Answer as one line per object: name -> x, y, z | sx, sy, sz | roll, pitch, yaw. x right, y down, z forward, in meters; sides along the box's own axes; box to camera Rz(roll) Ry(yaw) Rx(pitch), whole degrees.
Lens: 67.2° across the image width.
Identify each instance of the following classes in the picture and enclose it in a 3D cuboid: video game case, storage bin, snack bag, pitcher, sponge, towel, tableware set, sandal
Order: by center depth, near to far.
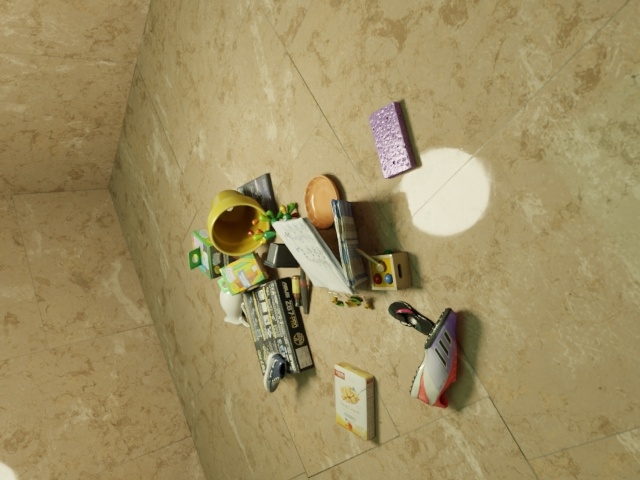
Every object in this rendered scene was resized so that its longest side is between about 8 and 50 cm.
sponge -> 0.216, -0.303, 1.469 | 0.117, 0.031, 0.210 | -20, 81, 52
sandal -> 0.275, 0.241, 1.506 | 0.179, 0.040, 0.067 | 27, 119, 46
towel -> 0.099, 0.005, 1.576 | 0.034, 0.209, 0.285 | -12, 87, 18
snack bag -> -0.038, 0.053, 1.686 | 0.323, 0.037, 0.342 | 55, 160, -15
tableware set -> 0.105, 0.218, 1.688 | 0.154, 0.104, 0.024 | 2, 61, 33
storage bin -> -0.155, 0.058, 1.957 | 0.098, 0.135, 0.091 | 18, 100, 49
video game case -> -0.286, -0.172, 2.153 | 0.274, 0.026, 0.196 | -14, 87, 52
pitcher -> -0.406, 0.319, 2.355 | 0.178, 0.125, 0.207 | 17, 123, 28

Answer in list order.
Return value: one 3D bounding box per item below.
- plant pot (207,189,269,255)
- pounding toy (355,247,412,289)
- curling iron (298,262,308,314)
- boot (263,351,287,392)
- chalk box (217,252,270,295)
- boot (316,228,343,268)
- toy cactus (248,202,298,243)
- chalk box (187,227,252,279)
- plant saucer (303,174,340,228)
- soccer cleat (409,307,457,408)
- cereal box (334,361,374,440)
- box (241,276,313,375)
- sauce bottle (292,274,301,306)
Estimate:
plant pot -> -0.370, -0.098, 2.080 | 0.239, 0.254, 0.254 | -126, 42, -53
pounding toy -> 0.199, 0.084, 1.521 | 0.130, 0.100, 0.141 | -7, 92, 52
curling iron -> -0.064, 0.169, 1.930 | 0.068, 0.035, 0.274 | -77, -18, -74
boot -> -0.184, 0.565, 2.002 | 0.086, 0.069, 0.190 | 26, 119, 48
chalk box -> -0.350, 0.156, 2.113 | 0.132, 0.213, 0.132 | 62, -178, 3
boot -> 0.000, 0.000, 1.751 | 0.305, 0.112, 0.115 | 31, 80, 37
toy cactus -> -0.169, -0.049, 1.915 | 0.180, 0.219, 0.112 | 51, 171, 36
chalk box -> -0.479, 0.047, 2.216 | 0.179, 0.289, 0.180 | 33, 130, 44
plant saucer -> 0.010, -0.142, 1.767 | 0.200, 0.037, 0.200 | 14, 108, 51
soccer cleat -> 0.355, 0.342, 1.395 | 0.116, 0.108, 0.318 | 23, 114, 23
cereal box -> 0.124, 0.586, 1.772 | 0.173, 0.047, 0.240 | 8, 104, 51
box -> -0.196, 0.382, 2.101 | 0.318, 0.097, 0.395 | -25, 79, 50
sauce bottle -> -0.094, 0.207, 1.974 | 0.042, 0.042, 0.128 | 10, 103, 51
